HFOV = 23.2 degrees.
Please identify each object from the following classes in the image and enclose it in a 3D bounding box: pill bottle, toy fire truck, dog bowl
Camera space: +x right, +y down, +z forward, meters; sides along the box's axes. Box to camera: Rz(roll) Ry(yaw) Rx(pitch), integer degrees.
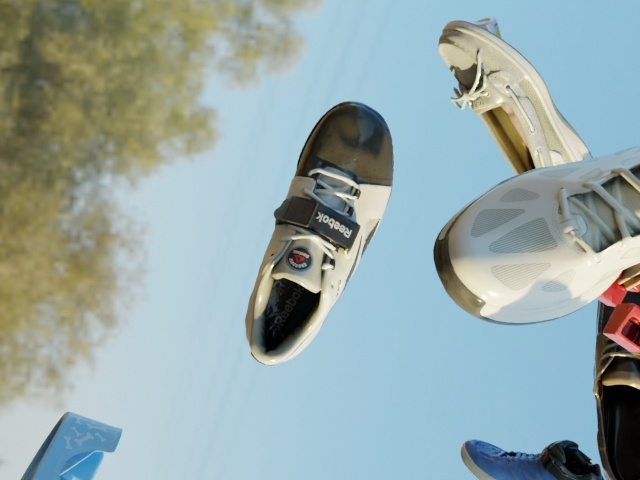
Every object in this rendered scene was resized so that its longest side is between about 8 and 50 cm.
[{"bbox_3d":[0.256,-0.293,2.364,0.043,0.043,0.083,-130,-159,-71],"label":"pill bottle"},{"bbox_3d":[0.370,0.032,1.814,0.192,0.047,0.135,-60,-161,-8],"label":"toy fire truck"},{"bbox_3d":[-0.331,0.319,1.868,0.166,0.074,0.297,-52,-171,31],"label":"dog bowl"}]

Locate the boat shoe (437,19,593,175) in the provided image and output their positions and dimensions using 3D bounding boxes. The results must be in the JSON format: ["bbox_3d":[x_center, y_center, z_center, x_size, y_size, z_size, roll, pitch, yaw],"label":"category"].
[{"bbox_3d":[0.270,-0.175,2.229,0.103,0.320,0.118,-45,-162,-19],"label":"boat shoe"}]

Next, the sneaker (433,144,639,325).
[{"bbox_3d":[0.341,-0.064,1.632,0.169,0.448,0.257,65,-24,16],"label":"sneaker"}]

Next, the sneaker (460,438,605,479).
[{"bbox_3d":[0.223,0.229,1.614,0.058,0.152,0.084,-26,142,-54],"label":"sneaker"}]

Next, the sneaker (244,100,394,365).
[{"bbox_3d":[0.000,0.000,1.823,0.146,0.123,0.330,-68,177,-80],"label":"sneaker"}]

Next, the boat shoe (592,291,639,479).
[{"bbox_3d":[0.442,0.186,2.155,0.130,0.132,0.355,25,61,-71],"label":"boat shoe"}]
